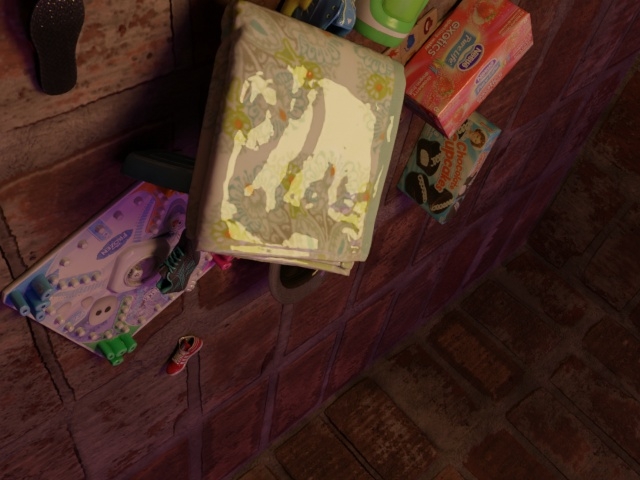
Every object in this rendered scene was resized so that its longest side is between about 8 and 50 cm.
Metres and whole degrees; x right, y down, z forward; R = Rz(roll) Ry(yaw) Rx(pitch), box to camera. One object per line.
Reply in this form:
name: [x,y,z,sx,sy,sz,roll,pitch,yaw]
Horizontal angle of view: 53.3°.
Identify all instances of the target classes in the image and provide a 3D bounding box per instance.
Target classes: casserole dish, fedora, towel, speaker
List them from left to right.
casserole dish: [-0.230,-0.113,1.019,0.114,0.188,0.037,-24,127,-60]
fedora: [-0.065,0.005,1.522,0.243,0.124,0.276,-32,144,-34]
towel: [-0.030,-0.142,0.998,0.320,0.090,0.375,9,93,-37]
speaker: [0.157,-0.496,1.107,0.131,0.131,0.297,-15,141,-50]

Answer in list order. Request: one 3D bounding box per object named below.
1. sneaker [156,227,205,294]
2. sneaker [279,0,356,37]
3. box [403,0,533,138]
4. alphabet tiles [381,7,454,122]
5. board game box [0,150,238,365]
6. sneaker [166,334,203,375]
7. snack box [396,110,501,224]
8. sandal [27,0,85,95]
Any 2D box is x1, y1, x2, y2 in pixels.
sneaker: [-0.269,0.046,1.211,0.076,0.065,0.167,-19,143,-40]
sneaker: [0.031,-0.410,1.032,0.091,0.126,0.240,-9,137,-54]
box: [0.329,-0.408,1.468,0.300,0.154,0.142,-48,156,5]
alphabet tiles: [0.192,-0.374,1.497,0.342,0.011,0.285,-43,155,-8]
board game box: [-0.344,0.059,1.243,0.390,0.050,0.390,-42,156,-11]
sneaker: [-0.349,0.284,1.596,0.118,0.042,0.067,-49,161,-14]
snack box: [0.347,-0.223,1.770,0.060,0.187,0.322,-25,148,-40]
sandal: [-0.335,-0.254,0.795,0.067,0.040,0.179,-23,162,-32]
